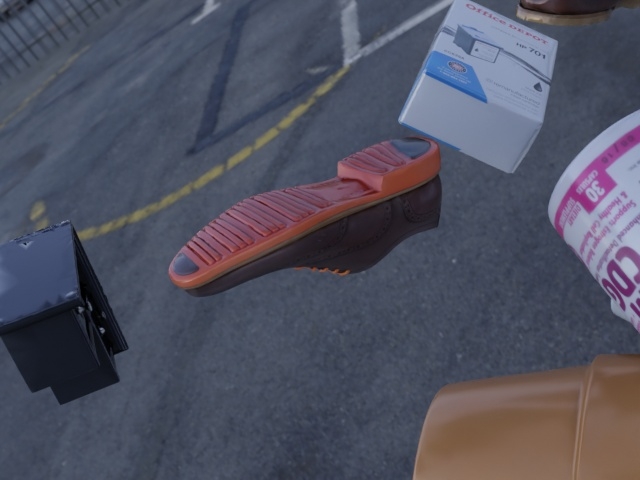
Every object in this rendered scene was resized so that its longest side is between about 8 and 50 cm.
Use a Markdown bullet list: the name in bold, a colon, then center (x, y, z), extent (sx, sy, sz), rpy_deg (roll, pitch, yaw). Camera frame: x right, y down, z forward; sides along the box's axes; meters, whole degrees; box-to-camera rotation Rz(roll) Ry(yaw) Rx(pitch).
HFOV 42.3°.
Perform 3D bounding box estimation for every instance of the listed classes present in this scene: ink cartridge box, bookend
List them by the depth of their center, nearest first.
- **bookend**: center (-0.226, 0.088, 0.742), extent (0.072, 0.156, 0.157), rpy_deg (-21, 29, -9)
- **ink cartridge box**: center (0.184, -0.182, 0.943), extent (0.082, 0.139, 0.191), rpy_deg (114, 180, -45)

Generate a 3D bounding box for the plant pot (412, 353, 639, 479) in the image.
- **plant pot**: center (0.207, 0.245, 0.767), extent (0.203, 0.291, 0.291), rpy_deg (1, 41, 23)

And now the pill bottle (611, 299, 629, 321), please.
- **pill bottle**: center (0.478, 0.083, 0.904), extent (0.278, 0.162, 0.162), rpy_deg (27, 64, 34)

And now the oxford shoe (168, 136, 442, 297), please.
- **oxford shoe**: center (0.000, 0.000, 0.734), extent (0.271, 0.098, 0.097), rpy_deg (-24, 28, -18)

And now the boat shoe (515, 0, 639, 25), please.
- **boat shoe**: center (0.233, -0.230, 0.702), extent (0.073, 0.073, 0.207), rpy_deg (26, 37, 31)

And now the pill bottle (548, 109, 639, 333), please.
- **pill bottle**: center (0.329, 0.034, 0.667), extent (0.160, 0.160, 0.283), rpy_deg (-34, 59, 4)
